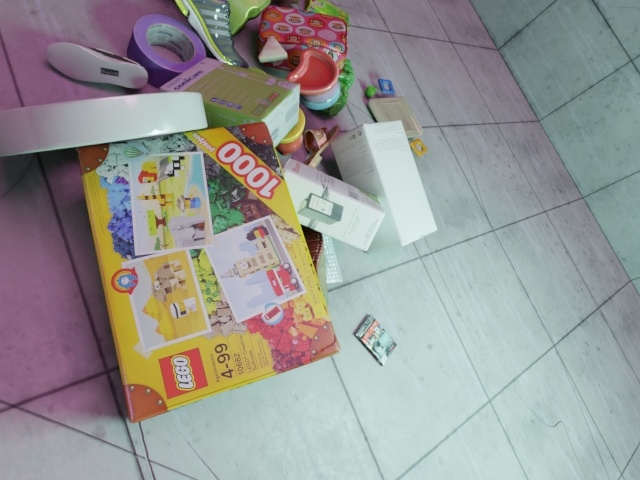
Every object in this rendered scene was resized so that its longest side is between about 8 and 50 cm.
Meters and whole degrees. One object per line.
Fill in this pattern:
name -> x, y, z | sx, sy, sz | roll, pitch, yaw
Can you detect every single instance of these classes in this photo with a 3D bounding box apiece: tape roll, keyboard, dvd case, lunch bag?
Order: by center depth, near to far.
tape roll -> -0.418, -0.225, 0.848 | 0.392, 0.392, 0.072 | -24, 112, -41
tape roll -> -0.412, -0.503, 1.185 | 0.189, 0.080, 0.189 | 16, 59, -28
dvd case -> 0.155, 0.277, 1.229 | 0.119, 0.013, 0.087 | 48, 49, -4
keyboard -> 0.000, 0.000, 1.261 | 0.072, 0.014, 0.256 | -2, 68, -36
lunch bag -> -0.057, -0.669, 1.447 | 0.293, 0.120, 0.258 | 7, 56, -7

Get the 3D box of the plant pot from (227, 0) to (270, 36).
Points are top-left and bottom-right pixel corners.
plant pot -> -0.292, -0.769, 1.314 | 0.254, 0.276, 0.276 | 49, 47, -20

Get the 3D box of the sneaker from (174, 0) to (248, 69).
sneaker -> -0.289, -0.608, 1.241 | 0.300, 0.121, 0.111 | 49, 10, -41

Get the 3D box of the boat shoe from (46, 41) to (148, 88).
boat shoe -> -0.534, -0.422, 1.067 | 0.219, 0.078, 0.070 | 9, 27, -28

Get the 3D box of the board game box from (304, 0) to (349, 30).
board game box -> 0.027, -0.888, 1.726 | 0.181, 0.043, 0.092 | 18, 58, -27

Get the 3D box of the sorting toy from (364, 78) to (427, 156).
sorting toy -> 0.284, -0.461, 1.688 | 0.196, 0.047, 0.348 | -20, 79, -36

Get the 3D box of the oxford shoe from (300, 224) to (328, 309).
oxford shoe -> -0.041, 0.089, 1.144 | 0.130, 0.123, 0.348 | 70, 15, -49

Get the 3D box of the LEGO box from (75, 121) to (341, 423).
LEGO box -> -0.227, 0.046, 0.886 | 0.372, 0.193, 0.500 | -14, 75, -19

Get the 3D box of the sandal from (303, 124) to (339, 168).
sandal -> -0.018, -0.306, 1.360 | 0.079, 0.088, 0.240 | 40, 54, -20

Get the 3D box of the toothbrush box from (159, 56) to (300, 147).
toothbrush box -> -0.222, -0.342, 1.124 | 0.283, 0.122, 0.206 | 21, 47, 11

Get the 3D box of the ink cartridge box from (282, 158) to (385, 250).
ink cartridge box -> 0.015, -0.100, 1.163 | 0.273, 0.115, 0.198 | 23, 17, -6

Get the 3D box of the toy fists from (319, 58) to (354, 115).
toy fists -> 0.041, -0.542, 1.521 | 0.142, 0.096, 0.279 | 32, 51, -19

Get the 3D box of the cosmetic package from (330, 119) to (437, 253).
cosmetic package -> 0.196, -0.164, 1.346 | 0.197, 0.155, 0.365 | -18, 91, -43

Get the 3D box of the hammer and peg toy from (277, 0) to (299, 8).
hammer and peg toy -> -0.086, -1.012, 1.499 | 0.127, 0.361, 0.266 | -13, 76, -39

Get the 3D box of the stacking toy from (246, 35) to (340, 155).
stacking toy -> -0.105, -0.428, 1.314 | 0.279, 0.130, 0.309 | 34, 79, 15
